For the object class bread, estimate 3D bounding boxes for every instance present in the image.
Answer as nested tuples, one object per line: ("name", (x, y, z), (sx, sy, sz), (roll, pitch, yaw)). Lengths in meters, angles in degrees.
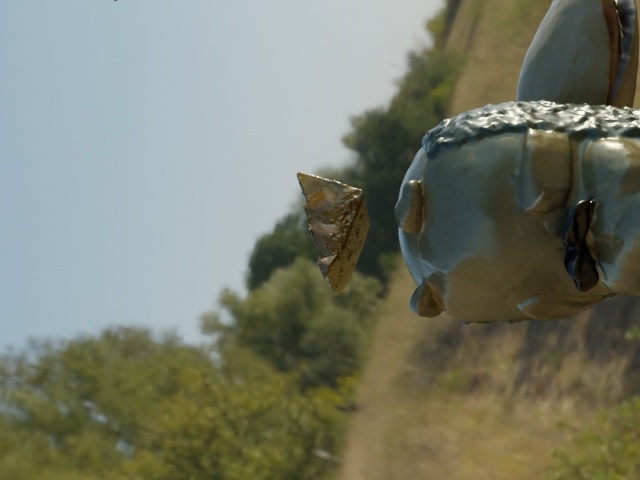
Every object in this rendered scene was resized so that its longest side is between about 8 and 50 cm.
("bread", (0.000, 0.000, 1.501), (0.084, 0.080, 0.109), (67, -139, -57))

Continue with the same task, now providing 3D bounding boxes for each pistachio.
("pistachio", (0.301, -0.192, 1.636), (0.144, 0.144, 0.215), (-46, -34, -81))

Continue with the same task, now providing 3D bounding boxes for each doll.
("doll", (0.252, -0.028, 1.445), (0.247, 0.349, 0.247), (-8, -90, -85))
